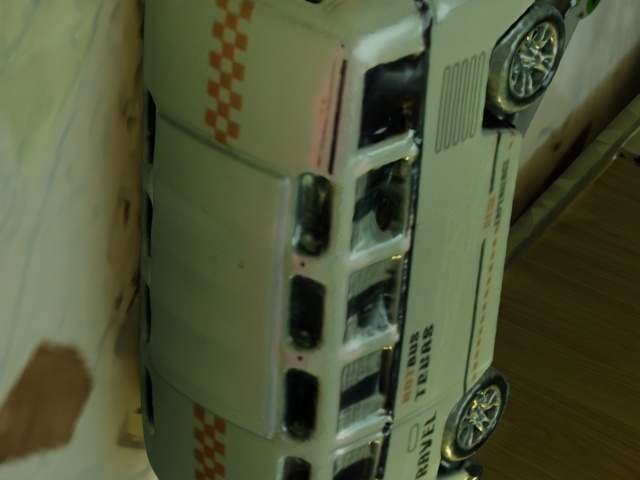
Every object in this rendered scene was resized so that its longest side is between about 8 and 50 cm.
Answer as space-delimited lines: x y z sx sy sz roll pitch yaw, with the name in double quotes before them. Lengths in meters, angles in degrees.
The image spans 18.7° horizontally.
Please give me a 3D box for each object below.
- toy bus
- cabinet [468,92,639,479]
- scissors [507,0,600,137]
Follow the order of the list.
"toy bus" 0.000 0.000 0.502 0.089 0.087 0.194 -30 137 -41
"cabinet" 0.170 0.129 0.692 0.318 0.290 0.227 -44 146 -38
"scissors" 0.082 -0.097 0.638 0.204 0.027 0.101 -64 151 -10
